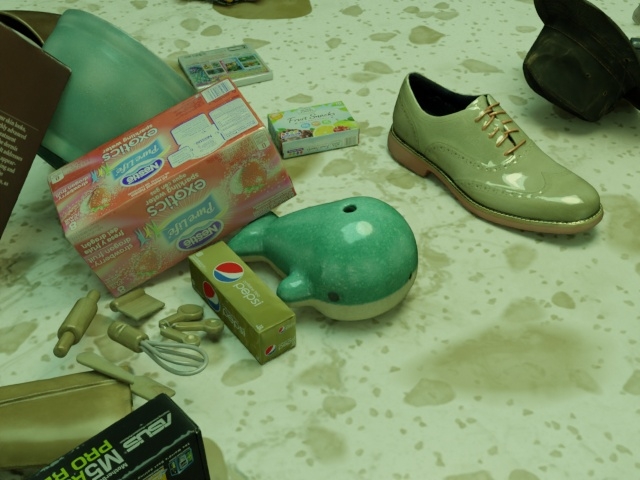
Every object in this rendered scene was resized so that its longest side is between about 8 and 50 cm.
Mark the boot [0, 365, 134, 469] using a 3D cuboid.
[{"bbox_3d":[-0.359,0.183,0.928,0.269,0.089,0.236,-7,44,-12],"label":"boot"}]

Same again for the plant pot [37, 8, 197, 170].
[{"bbox_3d":[-0.338,-0.184,1.228,0.293,0.293,0.196,27,75,29],"label":"plant pot"}]

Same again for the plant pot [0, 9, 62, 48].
[{"bbox_3d":[-0.494,-0.331,1.450,0.215,0.215,0.230,15,30,18],"label":"plant pot"}]

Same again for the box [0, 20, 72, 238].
[{"bbox_3d":[-0.499,-0.105,1.026,0.143,0.191,0.381,20,84,25],"label":"box"}]

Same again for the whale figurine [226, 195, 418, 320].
[{"bbox_3d":[0.000,0.000,1.082,0.272,0.141,0.216,17,44,26],"label":"whale figurine"}]

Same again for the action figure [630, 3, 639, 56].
[{"bbox_3d":[0.713,-0.433,1.554,0.341,0.178,0.330,5,31,4],"label":"action figure"}]

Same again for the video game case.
[{"bbox_3d":[-0.192,-0.347,1.583,0.157,0.019,0.143,-16,43,-18],"label":"video game case"}]

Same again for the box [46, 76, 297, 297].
[{"bbox_3d":[-0.208,-0.076,1.113,0.300,0.142,0.154,-30,45,-5],"label":"box"}]

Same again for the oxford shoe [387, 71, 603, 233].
[{"bbox_3d":[0.262,-0.140,1.235,0.397,0.146,0.140,31,49,31],"label":"oxford shoe"}]

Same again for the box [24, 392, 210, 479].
[{"bbox_3d":[-0.217,0.287,0.695,0.270,0.216,0.060,-30,47,-31],"label":"box"}]

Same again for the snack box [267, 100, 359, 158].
[{"bbox_3d":[-0.013,-0.197,1.390,0.141,0.037,0.100,-12,41,-13],"label":"snack box"}]

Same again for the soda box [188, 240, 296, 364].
[{"bbox_3d":[-0.106,0.079,1.051,0.058,0.061,0.181,-26,47,-27],"label":"soda box"}]

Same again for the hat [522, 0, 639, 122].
[{"bbox_3d":[0.439,-0.300,1.385,0.134,0.331,0.331,-44,45,10],"label":"hat"}]

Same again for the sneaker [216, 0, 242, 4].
[{"bbox_3d":[-0.237,-0.593,1.818,0.225,0.088,0.093,-3,42,-3],"label":"sneaker"}]

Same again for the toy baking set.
[{"bbox_3d":[-0.226,0.114,0.978,0.197,0.030,0.256,6,21,2],"label":"toy baking set"}]
